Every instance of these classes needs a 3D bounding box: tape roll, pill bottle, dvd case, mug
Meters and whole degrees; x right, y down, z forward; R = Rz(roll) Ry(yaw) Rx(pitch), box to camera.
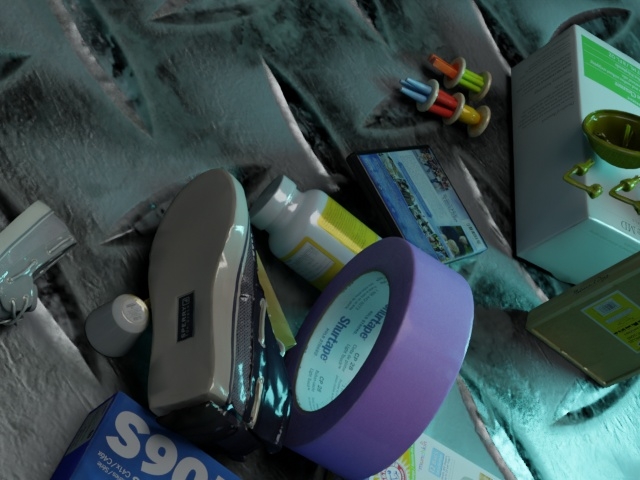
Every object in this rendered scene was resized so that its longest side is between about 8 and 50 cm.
[{"bbox_3d":[0.057,0.135,1.552,0.090,0.275,0.275,31,50,-18],"label":"tape roll"},{"bbox_3d":[0.000,0.000,1.706,0.184,0.103,0.103,39,47,-14],"label":"pill bottle"},{"bbox_3d":[0.137,-0.048,1.843,0.180,0.022,0.253,61,27,9],"label":"dvd case"},{"bbox_3d":[-0.222,0.085,1.510,0.062,0.064,0.078,30,50,-20],"label":"mug"}]

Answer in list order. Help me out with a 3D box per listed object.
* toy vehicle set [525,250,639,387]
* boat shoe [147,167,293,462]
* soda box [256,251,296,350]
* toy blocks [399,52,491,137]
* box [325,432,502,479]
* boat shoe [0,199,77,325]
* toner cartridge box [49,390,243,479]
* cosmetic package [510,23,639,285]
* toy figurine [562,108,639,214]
[{"bbox_3d":[0.437,0.108,1.870,0.166,0.267,0.035,37,49,-17],"label":"toy vehicle set"},{"bbox_3d":[-0.107,0.091,1.525,0.158,0.127,0.341,44,39,-43],"label":"boat shoe"},{"bbox_3d":[-0.100,0.062,1.621,0.058,0.061,0.181,-13,74,-43],"label":"soda box"},{"bbox_3d":[0.186,-0.236,2.025,0.148,0.054,0.123,23,53,-25],"label":"toy blocks"},{"bbox_3d":[0.113,0.311,1.611,0.203,0.103,0.114,33,48,-18],"label":"box"},{"bbox_3d":[-0.336,0.045,1.434,0.081,0.079,0.227,40,44,-6],"label":"boat shoe"},{"bbox_3d":[-0.129,0.331,1.431,0.348,0.075,0.165,38,48,-14],"label":"toner cartridge box"},{"bbox_3d":[0.414,-0.121,2.067,0.197,0.155,0.366,23,52,-30],"label":"cosmetic package"},{"bbox_3d":[0.530,-0.029,1.917,0.362,0.217,0.191,19,59,21],"label":"toy figurine"}]
